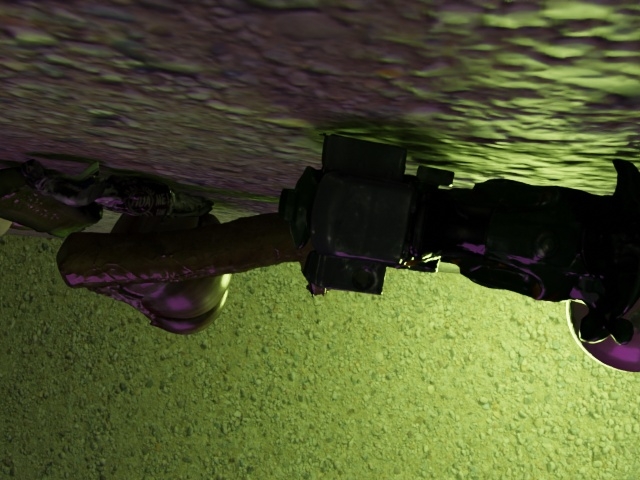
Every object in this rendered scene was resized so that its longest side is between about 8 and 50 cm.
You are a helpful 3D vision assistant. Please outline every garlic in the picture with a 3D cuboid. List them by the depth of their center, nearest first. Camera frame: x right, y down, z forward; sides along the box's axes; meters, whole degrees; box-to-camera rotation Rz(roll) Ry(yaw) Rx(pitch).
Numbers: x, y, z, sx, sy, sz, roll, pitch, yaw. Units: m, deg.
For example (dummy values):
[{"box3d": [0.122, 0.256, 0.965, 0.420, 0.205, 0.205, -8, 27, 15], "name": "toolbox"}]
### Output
[{"box3d": [-0.199, 0.040, 0.918, 0.214, 0.191, 0.160, 43, 162, -29], "name": "garlic"}]

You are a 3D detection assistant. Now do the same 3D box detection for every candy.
[{"box3d": [-0.219, -0.053, 0.726, 0.094, 0.051, 0.226, 13, 180, 38], "name": "candy"}]

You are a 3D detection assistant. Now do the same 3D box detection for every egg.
[{"box3d": [0.507, 0.118, 1.058, 0.196, 0.196, 0.271, 4, 171, 28], "name": "egg"}]

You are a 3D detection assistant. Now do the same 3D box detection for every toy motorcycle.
[{"box3d": [0.113, -0.004, 0.444, 0.275, 0.124, 0.187, 7, -175, -12], "name": "toy motorcycle"}]

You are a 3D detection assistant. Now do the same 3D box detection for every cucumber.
[{"box3d": [-0.354, -0.057, 0.815, 0.078, 0.062, 0.211, -28, 170, -2], "name": "cucumber"}]

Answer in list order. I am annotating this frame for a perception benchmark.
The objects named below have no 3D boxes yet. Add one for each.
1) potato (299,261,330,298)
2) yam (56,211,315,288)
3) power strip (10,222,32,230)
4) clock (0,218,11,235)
[{"box3d": [0.000, 0.000, 1.012, 0.089, 0.100, 0.172, -17, -149, -5], "name": "potato"}, {"box3d": [-0.137, 0.007, 0.802, 0.357, 0.081, 0.081, -5, 180, -20], "name": "yam"}, {"box3d": [-0.561, -0.051, 1.110, 0.388, 0.066, 0.092, 1, 176, 45], "name": "power strip"}, {"box3d": [-0.517, -0.036, 0.919, 0.153, 0.110, 0.050, 6, 173, 10], "name": "clock"}]
